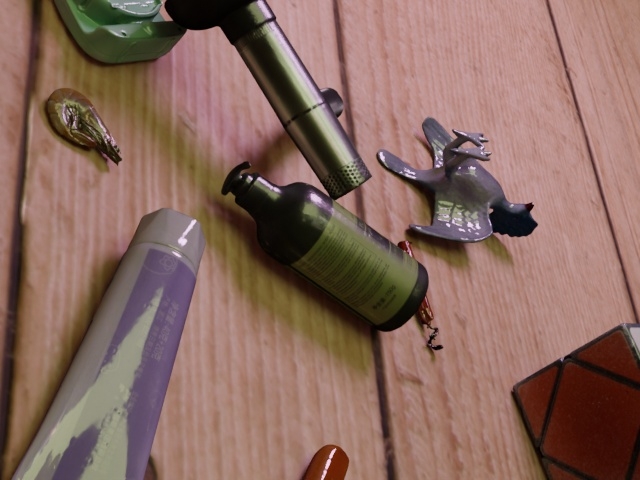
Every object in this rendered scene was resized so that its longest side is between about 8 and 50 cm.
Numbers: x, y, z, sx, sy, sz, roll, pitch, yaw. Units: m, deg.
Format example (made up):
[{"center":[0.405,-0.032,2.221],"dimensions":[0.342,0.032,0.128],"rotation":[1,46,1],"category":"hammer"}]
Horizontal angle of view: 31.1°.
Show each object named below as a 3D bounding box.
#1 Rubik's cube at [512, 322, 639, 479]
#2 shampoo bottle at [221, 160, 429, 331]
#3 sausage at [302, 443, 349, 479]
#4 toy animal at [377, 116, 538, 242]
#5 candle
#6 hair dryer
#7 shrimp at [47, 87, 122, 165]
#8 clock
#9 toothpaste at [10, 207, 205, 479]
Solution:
[{"center":[0.423,0.244,1.548],"dimensions":[0.205,0.205,0.207],"rotation":[5,55,-44],"category":"Rubik's cube"},{"center":[0.000,0.000,1.396],"dimensions":[0.284,0.101,0.101],"rotation":[35,40,-20],"category":"shampoo bottle"},{"center":[-0.005,0.272,1.214],"dimensions":[0.041,0.039,0.131],"rotation":[48,37,-16],"category":"sausage"},{"center":[0.205,-0.074,1.699],"dimensions":[0.255,0.176,0.239],"rotation":[9,40,2],"category":"toy animal"},{"center":[0.132,0.073,1.541],"dimensions":[0.026,0.021,0.167],"rotation":[35,34,-53],"category":"candle"},{"center":[-0.060,-0.211,1.487],"dimensions":[0.320,0.156,0.284],"rotation":[58,-4,-13],"category":"hair dryer"},{"center":[-0.267,-0.124,1.290],"dimensions":[0.059,0.023,0.108],"rotation":[-32,85,-44],"category":"shrimp"},{"center":[-0.262,-0.307,1.415],"dimensions":[0.148,0.060,0.188],"rotation":[-23,77,-52],"category":"clock"},{"center":[-0.192,0.125,1.119],"dimensions":[0.125,0.080,0.371],"rotation":[34,45,-22],"category":"toothpaste"}]
